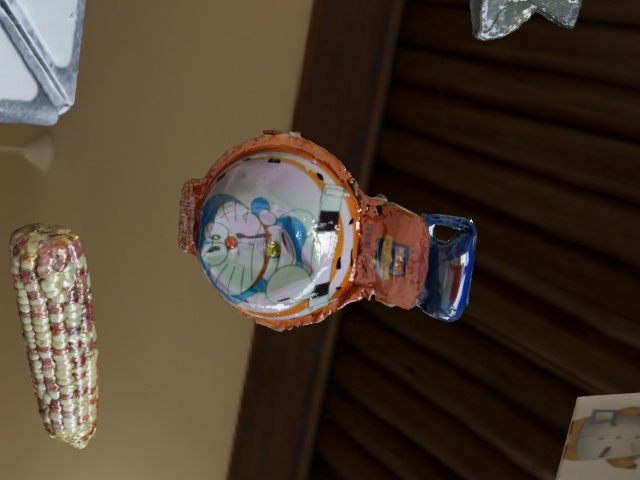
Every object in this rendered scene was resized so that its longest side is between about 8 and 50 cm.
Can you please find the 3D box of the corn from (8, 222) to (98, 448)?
[{"bbox_3d":[-0.258,0.097,1.081,0.079,0.079,0.237,22,-59,52],"label":"corn"}]

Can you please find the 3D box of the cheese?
[{"bbox_3d":[0.000,0.000,1.151,0.329,0.129,0.217,13,-75,17],"label":"cheese"}]

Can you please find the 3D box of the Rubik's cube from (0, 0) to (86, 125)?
[{"bbox_3d":[-0.289,-0.205,0.584,0.259,0.255,0.260,18,-79,36],"label":"Rubik's cube"}]

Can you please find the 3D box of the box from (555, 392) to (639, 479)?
[{"bbox_3d":[0.359,0.224,0.831,0.341,0.225,0.143,-7,-65,27],"label":"box"}]

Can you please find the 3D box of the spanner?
[{"bbox_3d":[0.232,-0.252,0.789,0.325,0.093,0.026,-42,-142,-3],"label":"spanner"}]
